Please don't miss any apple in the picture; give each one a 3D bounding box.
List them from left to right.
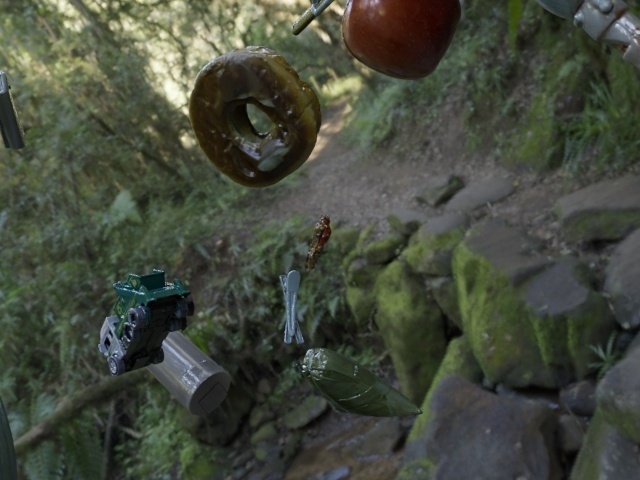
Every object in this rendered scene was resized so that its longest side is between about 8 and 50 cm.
[{"bbox_3d":[0.119,-0.333,1.105,0.181,0.168,0.181,-61,-2,-3],"label":"apple"}]

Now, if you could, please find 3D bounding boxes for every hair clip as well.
[{"bbox_3d":[-0.042,0.099,1.109,0.030,0.115,0.039,-1,-25,-8],"label":"hair clip"}]

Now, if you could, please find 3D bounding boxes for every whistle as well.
[{"bbox_3d":[0.281,-0.261,0.789,0.057,0.220,0.107,-46,-15,9],"label":"whistle"}]

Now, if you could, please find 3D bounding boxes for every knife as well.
[{"bbox_3d":[-0.609,-0.251,1.435,0.041,0.073,0.265,-4,-14,-16],"label":"knife"},{"bbox_3d":[0.002,-0.413,1.247,0.343,0.027,0.061,-174,102,-74],"label":"knife"}]

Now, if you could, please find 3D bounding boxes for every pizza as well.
[{"bbox_3d":[-0.002,0.009,1.242,0.100,0.029,0.099,-46,-27,-78],"label":"pizza"}]

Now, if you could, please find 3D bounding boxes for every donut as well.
[{"bbox_3d":[-0.144,-0.297,1.751,0.330,0.330,0.160,-21,19,32],"label":"donut"}]

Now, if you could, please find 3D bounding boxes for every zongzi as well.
[{"bbox_3d":[0.045,0.168,0.895,0.130,0.154,0.062,8,60,32],"label":"zongzi"}]

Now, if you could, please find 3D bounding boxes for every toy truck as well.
[{"bbox_3d":[-0.315,0.134,1.291,0.110,0.116,0.216,-11,-34,-43],"label":"toy truck"}]

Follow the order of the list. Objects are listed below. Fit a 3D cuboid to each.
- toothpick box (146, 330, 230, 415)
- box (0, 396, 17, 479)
[{"bbox_3d":[-0.288,0.276,1.569,0.181,0.111,0.111,34,57,32],"label":"toothpick box"},{"bbox_3d":[-0.430,0.230,0.754,0.226,0.226,0.149,-17,-7,43],"label":"box"}]
